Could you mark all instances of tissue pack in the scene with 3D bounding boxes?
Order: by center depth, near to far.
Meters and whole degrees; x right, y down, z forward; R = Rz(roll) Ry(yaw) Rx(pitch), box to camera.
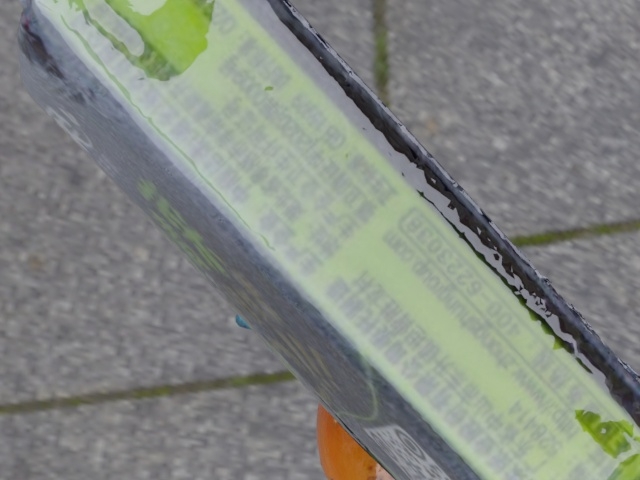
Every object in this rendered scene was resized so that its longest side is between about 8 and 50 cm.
[{"bbox_3d":[0.000,0.000,1.106,0.124,0.288,0.394,-44,93,-8],"label":"tissue pack"}]

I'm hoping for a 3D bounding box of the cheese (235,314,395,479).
[{"bbox_3d":[0.058,0.123,1.435,0.329,0.217,0.129,33,97,49],"label":"cheese"}]
